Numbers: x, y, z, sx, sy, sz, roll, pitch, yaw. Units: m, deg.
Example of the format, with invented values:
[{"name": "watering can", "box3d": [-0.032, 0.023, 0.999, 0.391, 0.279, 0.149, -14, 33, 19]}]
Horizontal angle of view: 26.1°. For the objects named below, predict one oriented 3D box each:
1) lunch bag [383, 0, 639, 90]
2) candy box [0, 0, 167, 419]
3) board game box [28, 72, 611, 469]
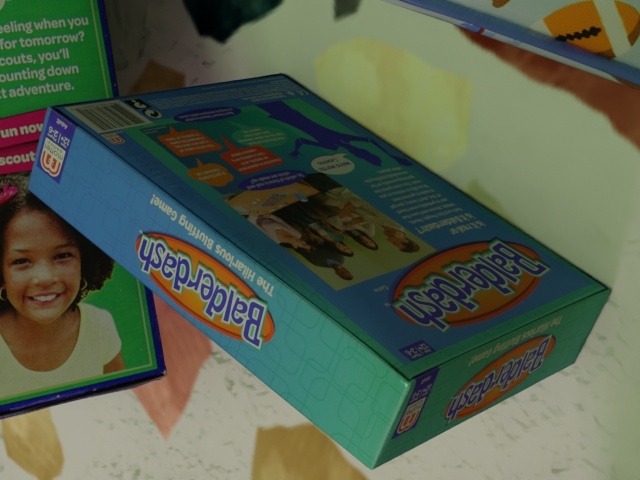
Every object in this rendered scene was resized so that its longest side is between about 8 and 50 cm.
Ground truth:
[{"name": "lunch bag", "box3d": [0.109, -0.207, 0.441, 0.243, 0.115, 0.303, 19, 116, -7]}, {"name": "candy box", "box3d": [-0.210, -0.077, 0.744, 0.268, 0.122, 0.317, 0, 101, 60]}, {"name": "board game box", "box3d": [0.000, 0.000, 0.613, 0.210, 0.160, 0.047, 36, 121, 28]}]
